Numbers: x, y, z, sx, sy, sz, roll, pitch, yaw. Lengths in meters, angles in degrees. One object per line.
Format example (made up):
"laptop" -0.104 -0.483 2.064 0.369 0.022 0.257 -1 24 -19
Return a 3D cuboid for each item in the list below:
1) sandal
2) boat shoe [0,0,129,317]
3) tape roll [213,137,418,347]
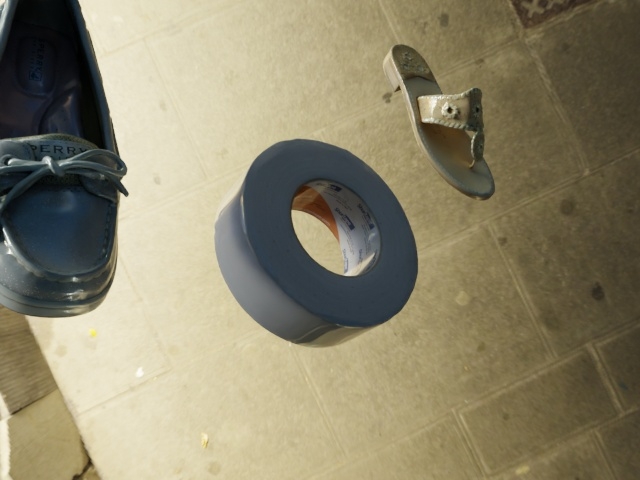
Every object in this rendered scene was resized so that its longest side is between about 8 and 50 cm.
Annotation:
"sandal" 0.157 -0.167 0.666 0.088 0.079 0.240 -13 66 -32
"boat shoe" -0.223 -0.092 0.440 0.118 0.103 0.321 5 53 -32
"tape roll" 0.000 0.000 0.587 0.219 0.072 0.219 18 55 -28
